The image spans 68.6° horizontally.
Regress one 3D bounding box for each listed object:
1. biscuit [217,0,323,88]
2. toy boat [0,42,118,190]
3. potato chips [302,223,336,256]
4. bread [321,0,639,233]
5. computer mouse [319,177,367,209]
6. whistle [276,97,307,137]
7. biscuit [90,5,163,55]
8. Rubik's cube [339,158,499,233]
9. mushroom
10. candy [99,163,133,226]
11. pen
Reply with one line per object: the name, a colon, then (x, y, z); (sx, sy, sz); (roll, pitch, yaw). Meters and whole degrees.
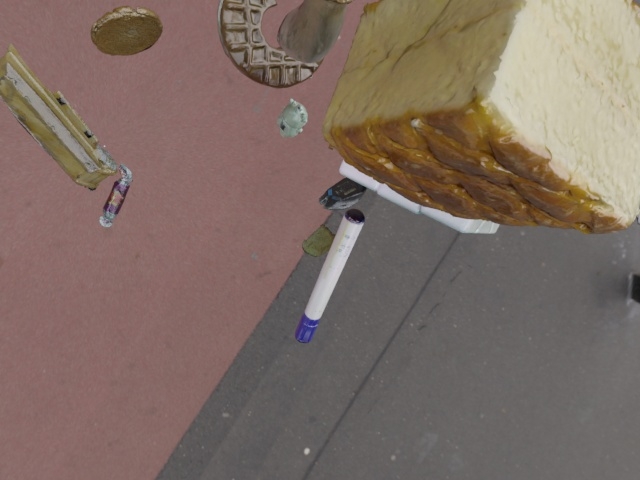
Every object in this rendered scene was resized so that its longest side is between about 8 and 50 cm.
biscuit: (-0.155, -0.615, 1.435); (0.366, 0.115, 0.268); (30, 93, -33)
toy boat: (-0.779, -0.358, 1.386); (0.135, 0.162, 0.445); (-26, 113, 21)
potato chips: (0.000, 0.000, 1.709); (0.026, 0.209, 0.142); (35, 54, -35)
bread: (0.183, -0.148, 0.526); (0.279, 0.279, 0.207); (22, 86, -34)
computer mouse: (0.060, -0.113, 1.196); (0.135, 0.079, 0.047); (-28, 135, -11)
whistle: (-0.107, -0.452, 1.777); (0.105, 0.253, 0.102); (-4, 79, -20)
biscuit: (-0.596, -0.644, 1.443); (0.225, 0.226, 0.042); (-19, 85, -20)
Rubik's cube: (0.287, -0.217, 1.038); (0.321, 0.315, 0.319); (-1, 117, -59)
mushroom: (-0.008, -0.399, 0.856); (0.096, 0.247, 0.108); (-12, 90, -20)
candy: (-0.522, -0.112, 1.198); (0.045, 0.043, 0.175); (27, 103, -12)
pen: (0.009, 0.063, 0.709); (0.033, 0.033, 0.269); (0, 133, -25)
